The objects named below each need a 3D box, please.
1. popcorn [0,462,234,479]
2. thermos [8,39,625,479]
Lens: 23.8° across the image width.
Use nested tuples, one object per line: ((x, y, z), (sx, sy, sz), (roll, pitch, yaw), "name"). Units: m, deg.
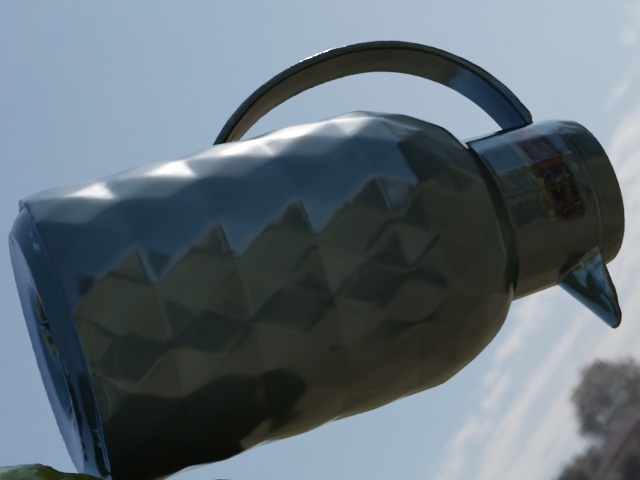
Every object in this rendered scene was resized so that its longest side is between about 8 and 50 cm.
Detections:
((-0.071, 0.215, 0.630), (0.290, 0.326, 0.321), (-40, 2, -35), "popcorn")
((0.000, 0.000, 0.733), (0.286, 0.182, 0.145), (-18, -22, -17), "thermos")
